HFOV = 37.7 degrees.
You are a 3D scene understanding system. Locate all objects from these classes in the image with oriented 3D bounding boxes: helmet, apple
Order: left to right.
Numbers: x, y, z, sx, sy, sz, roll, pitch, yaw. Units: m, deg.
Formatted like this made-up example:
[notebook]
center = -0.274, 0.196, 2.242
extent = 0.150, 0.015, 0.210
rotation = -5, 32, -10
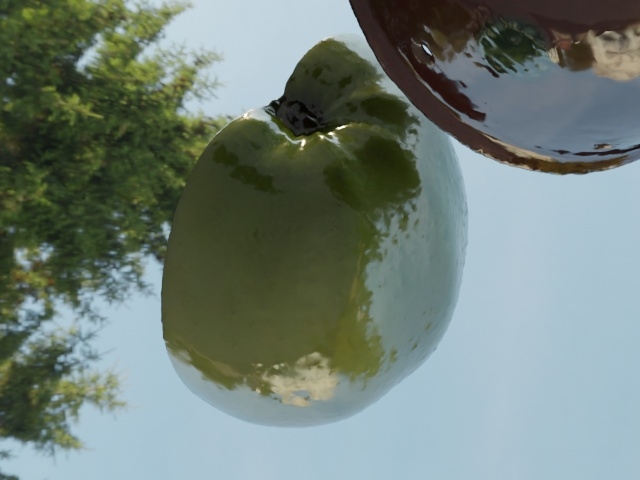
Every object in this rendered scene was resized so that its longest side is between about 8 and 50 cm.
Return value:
[apple]
center = 0.000, 0.000, 0.943
extent = 0.312, 0.360, 0.320
rotation = -7, -133, -1
[helmet]
center = 0.209, -0.240, 0.604
extent = 0.338, 0.230, 0.384
rotation = 29, -97, -10
